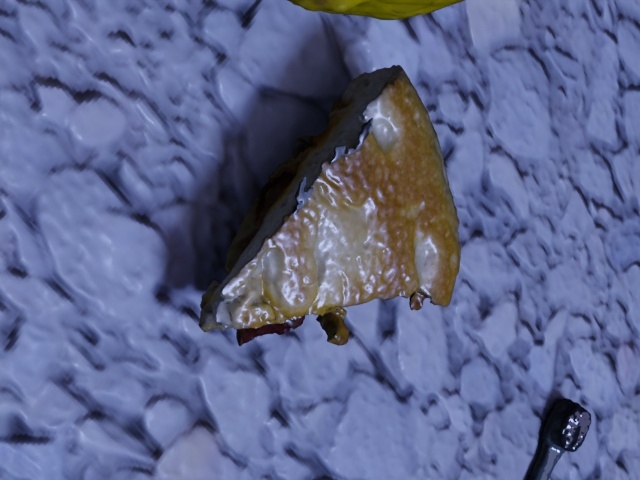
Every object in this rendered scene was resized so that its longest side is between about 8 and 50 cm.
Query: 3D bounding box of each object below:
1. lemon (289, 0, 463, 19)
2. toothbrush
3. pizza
[{"bbox_3d":[0.036,-0.251,0.613,0.253,0.253,0.310,32,74,-43],"label":"lemon"},{"bbox_3d":[0.138,0.258,0.976,0.030,0.030,0.297,29,79,-17],"label":"toothbrush"},{"bbox_3d":[-0.001,-0.001,0.757,0.194,0.069,0.154,-32,120,-28],"label":"pizza"}]
